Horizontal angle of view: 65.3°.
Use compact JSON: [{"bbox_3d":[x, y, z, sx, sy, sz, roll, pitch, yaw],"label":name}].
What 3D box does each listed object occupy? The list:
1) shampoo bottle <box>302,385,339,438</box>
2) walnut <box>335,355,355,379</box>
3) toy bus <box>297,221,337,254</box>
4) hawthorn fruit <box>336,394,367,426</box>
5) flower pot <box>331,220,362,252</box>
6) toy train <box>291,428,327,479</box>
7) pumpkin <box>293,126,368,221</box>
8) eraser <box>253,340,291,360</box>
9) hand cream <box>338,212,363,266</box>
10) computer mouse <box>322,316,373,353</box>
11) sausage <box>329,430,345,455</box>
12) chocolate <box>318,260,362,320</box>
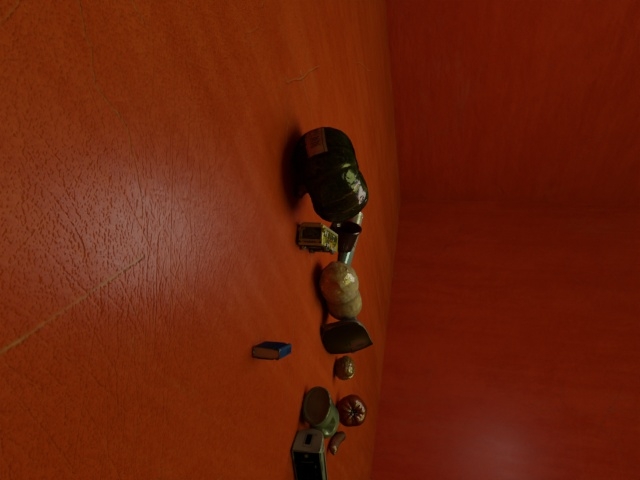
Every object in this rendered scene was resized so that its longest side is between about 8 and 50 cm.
[{"bbox_3d":[0.008,0.551,1.570,0.234,0.087,0.118,73,21,-53],"label":"shampoo bottle"},{"bbox_3d":[0.093,0.491,1.922,0.096,0.082,0.079,-73,-172,-49],"label":"walnut"},{"bbox_3d":[0.000,0.000,1.449,0.226,0.081,0.074,26,68,-74],"label":"toy bus"},{"bbox_3d":[0.119,0.672,1.990,0.140,0.125,0.125,-133,-144,-61],"label":"hawthorn fruit"},{"bbox_3d":[0.087,-0.009,1.773,0.111,0.111,0.089,-58,159,-63],"label":"flower pot"},{"bbox_3d":[-0.020,0.741,1.508,0.088,0.086,0.407,-73,161,-61],"label":"toy train"},{"bbox_3d":[0.014,-0.163,1.307,0.260,0.189,0.260,-21,90,-79],"label":"pumpkin"},{"bbox_3d":[-0.106,0.244,1.108,0.084,0.063,0.027,14,80,-76],"label":"eraser"},{"bbox_3d":[0.100,0.039,1.933,0.111,0.070,0.312,55,48,-70],"label":"hand cream"},{"bbox_3d":[0.099,0.352,1.776,0.310,0.158,0.072,65,12,-62],"label":"computer mouse"},{"bbox_3d":[0.065,0.775,1.929,0.177,0.040,0.047,17,83,-75],"label":"sausage"},{"bbox_3d":[0.068,0.167,1.658,0.309,0.134,0.134,71,26,-57],"label":"chocolate"}]
